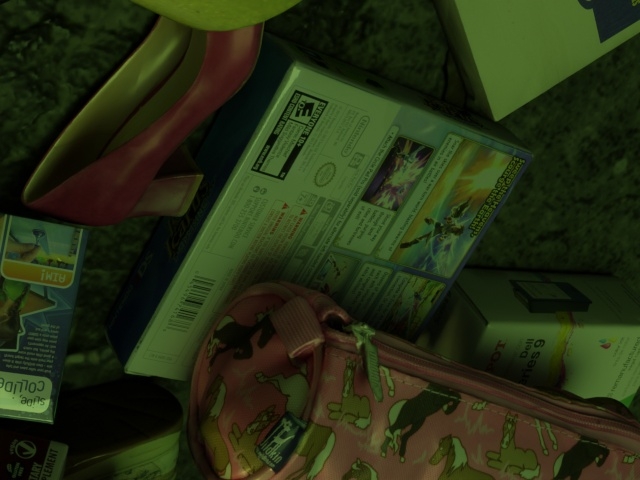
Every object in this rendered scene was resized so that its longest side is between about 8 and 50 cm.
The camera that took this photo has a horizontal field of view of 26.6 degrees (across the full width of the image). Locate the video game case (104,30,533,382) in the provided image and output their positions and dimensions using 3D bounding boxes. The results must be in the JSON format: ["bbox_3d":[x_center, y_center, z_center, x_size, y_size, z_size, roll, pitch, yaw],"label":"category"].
[{"bbox_3d":[0.000,0.000,1.048,0.244,0.061,0.269,17,113,-36],"label":"video game case"}]

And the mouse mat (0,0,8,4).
[{"bbox_3d":[-0.280,-0.174,0.793,0.189,0.007,0.152,-27,132,-12],"label":"mouse mat"}]

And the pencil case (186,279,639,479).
[{"bbox_3d":[0.090,0.156,1.044,0.386,0.167,0.160,22,81,-33],"label":"pencil case"}]

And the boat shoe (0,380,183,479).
[{"bbox_3d":[-0.235,0.191,1.019,0.285,0.104,0.089,-13,126,-24],"label":"boat shoe"}]

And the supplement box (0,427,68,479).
[{"bbox_3d":[-0.298,0.172,0.876,0.239,0.130,0.073,14,138,-6],"label":"supplement box"}]

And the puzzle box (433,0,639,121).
[{"bbox_3d":[0.170,-0.304,0.934,0.272,0.052,0.409,-32,133,-7],"label":"puzzle box"}]

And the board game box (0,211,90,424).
[{"bbox_3d":[-0.261,0.040,0.881,0.201,0.035,0.136,12,87,-27],"label":"board game box"}]

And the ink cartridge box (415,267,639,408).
[{"bbox_3d":[0.183,0.112,1.218,0.212,0.093,0.154,5,120,-30],"label":"ink cartridge box"}]

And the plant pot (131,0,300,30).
[{"bbox_3d":[-0.101,-0.240,0.701,0.276,0.276,0.254,-48,144,8],"label":"plant pot"}]

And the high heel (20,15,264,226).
[{"bbox_3d":[-0.117,-0.113,0.889,0.117,0.082,0.244,-1,133,-34],"label":"high heel"}]
